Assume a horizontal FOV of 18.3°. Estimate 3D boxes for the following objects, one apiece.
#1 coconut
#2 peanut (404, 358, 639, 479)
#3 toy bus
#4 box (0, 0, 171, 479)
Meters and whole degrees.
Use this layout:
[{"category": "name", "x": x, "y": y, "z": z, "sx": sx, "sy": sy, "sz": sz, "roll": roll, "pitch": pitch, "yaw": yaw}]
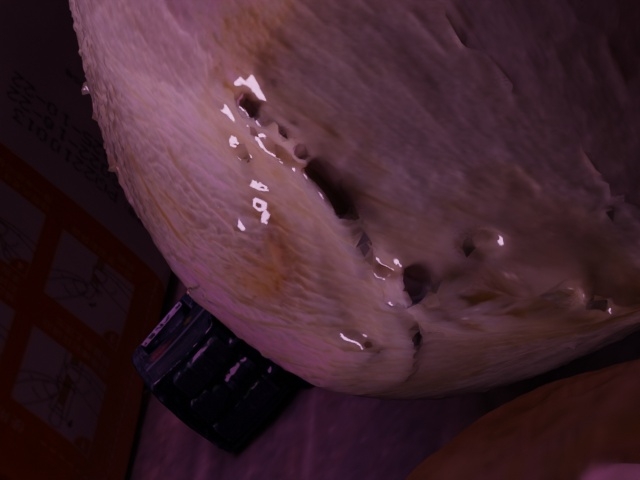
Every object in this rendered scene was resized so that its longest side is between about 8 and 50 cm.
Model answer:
[{"category": "coconut", "x": 0.040, "y": -0.068, "z": 0.562, "sx": 0.227, "sy": 0.227, "sz": 0.230, "roll": -45, "pitch": 45, "yaw": 4}, {"category": "peanut", "x": 0.031, "y": 0.093, "z": 0.396, "sx": 0.226, "sy": 0.095, "sz": 0.108, "roll": -33, "pitch": 15, "yaw": 15}, {"category": "toy bus", "x": 0.000, "y": 0.000, "z": 0.732, "sx": 0.166, "sy": 0.047, "sz": 0.065, "roll": -49, "pitch": 21, "yaw": -3}, {"category": "box", "x": -0.187, "y": 0.031, "z": 0.874, "sx": 0.225, "sy": 0.143, "sz": 0.341, "roll": -33, "pitch": 29, "yaw": 28}]
